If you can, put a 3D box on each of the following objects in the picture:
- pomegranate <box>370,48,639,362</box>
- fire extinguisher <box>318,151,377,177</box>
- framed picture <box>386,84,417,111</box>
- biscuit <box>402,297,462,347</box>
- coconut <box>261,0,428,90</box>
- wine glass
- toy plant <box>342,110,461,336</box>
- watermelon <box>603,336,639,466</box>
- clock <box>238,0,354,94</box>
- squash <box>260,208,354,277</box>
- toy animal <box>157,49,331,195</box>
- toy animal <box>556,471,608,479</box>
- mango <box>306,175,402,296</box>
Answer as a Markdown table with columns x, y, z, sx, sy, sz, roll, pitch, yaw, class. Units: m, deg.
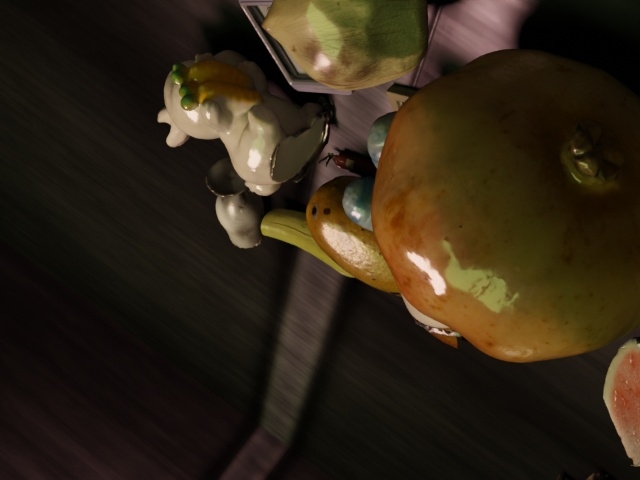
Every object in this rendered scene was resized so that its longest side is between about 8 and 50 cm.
| x | y | z | sx | sy | sz | roll | pitch | yaw | class |
| --- | --- | --- | --- | --- | --- | --- | --- | --- | --- |
| 0.269 | -0.042 | 1.486 | 0.411 | 0.411 | 0.411 | 31 | 155 | 16 | pomegranate |
| 0.080 | -0.124 | 2.053 | 0.173 | 0.035 | 0.049 | 21 | -171 | 35 | fire extinguisher |
| 0.242 | -0.102 | 1.868 | 0.240 | 0.020 | 0.324 | 20 | 150 | 34 | framed picture |
| 0.216 | 0.129 | 2.311 | 0.126 | 0.025 | 0.206 | 23 | 151 | 31 | biscuit |
| 0.032 | -0.297 | 1.575 | 0.224 | 0.224 | 0.224 | 31 | 155 | 16 | coconut |
| -0.164 | -0.075 | 2.401 | 0.103 | 0.103 | 0.222 | 29 | 157 | 21 | wine glass |
| 0.167 | -0.051 | 1.778 | 0.247 | 0.247 | 0.332 | 8 | 140 | 49 | toy plant |
| 0.565 | 0.241 | 1.826 | 0.224 | 0.180 | 0.305 | 22 | 154 | 1 | watermelon |
| -0.018 | -0.315 | 1.791 | 0.145 | 0.073 | 0.193 | 11 | 144 | 47 | clock |
| 0.000 | 0.000 | 2.314 | 0.250 | 0.083 | 0.083 | 25 | 153 | 28 | squash |
| -0.150 | -0.214 | 2.021 | 0.310 | 0.183 | 0.247 | 28 | 154 | 23 | toy animal |
| 0.564 | 0.571 | 2.516 | 0.168 | 0.106 | 0.343 | 36 | 153 | 8 | toy animal |
| 0.125 | 0.012 | 2.049 | 0.329 | 0.176 | 0.175 | 39 | 148 | -4 | mango |
